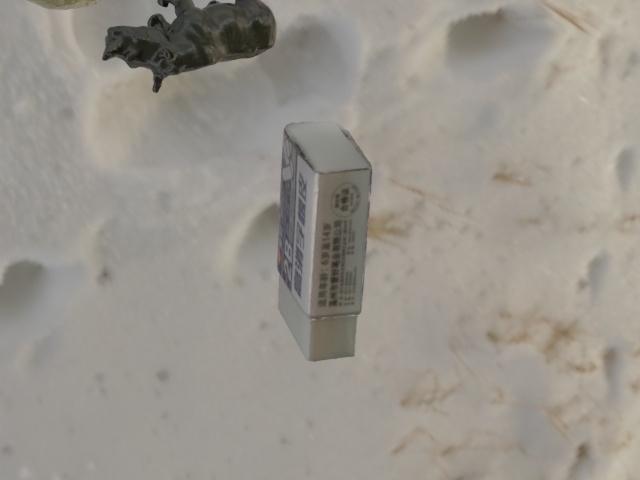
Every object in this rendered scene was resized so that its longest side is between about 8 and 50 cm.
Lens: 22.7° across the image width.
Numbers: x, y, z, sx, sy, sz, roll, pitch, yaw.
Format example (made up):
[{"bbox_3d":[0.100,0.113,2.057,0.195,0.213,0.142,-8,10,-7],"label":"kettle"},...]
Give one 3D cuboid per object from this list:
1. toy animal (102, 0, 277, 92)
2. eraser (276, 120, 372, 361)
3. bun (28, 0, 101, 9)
[{"bbox_3d":[-0.090,-0.139,1.076,0.136,0.065,0.047,-19,147,-40],"label":"toy animal"},{"bbox_3d":[0.000,0.000,1.586,0.068,0.124,0.210,-6,117,-17],"label":"eraser"},{"bbox_3d":[-0.233,-0.278,1.352,0.111,0.164,0.188,-42,127,20],"label":"bun"}]
